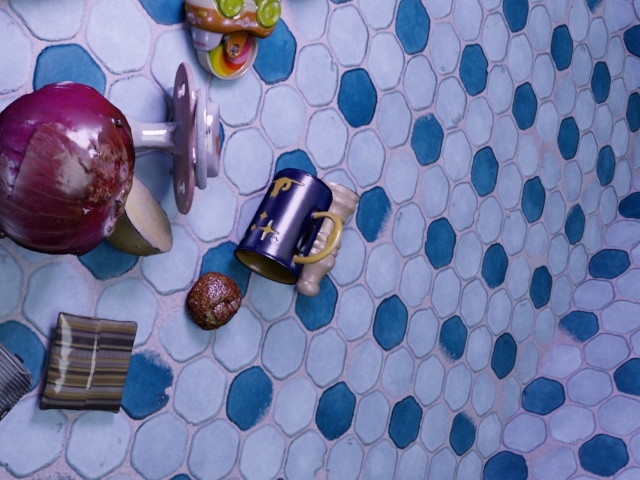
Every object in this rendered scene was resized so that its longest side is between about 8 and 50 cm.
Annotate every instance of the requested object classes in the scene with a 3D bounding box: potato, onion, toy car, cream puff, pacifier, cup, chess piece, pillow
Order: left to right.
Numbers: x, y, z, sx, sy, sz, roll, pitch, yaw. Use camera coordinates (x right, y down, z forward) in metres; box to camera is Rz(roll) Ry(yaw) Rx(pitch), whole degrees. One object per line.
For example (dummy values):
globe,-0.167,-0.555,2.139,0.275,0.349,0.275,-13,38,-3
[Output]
onion,-0.542,-0.156,1.629,0.385,0.348,0.348,22,77,-6
pillow,-0.501,0.270,1.872,0.208,0.052,0.212,15,86,-50
potato,-0.422,-0.041,1.869,0.202,0.117,0.182,51,21,-39
pacifier,-0.322,-0.223,1.883,0.220,0.272,0.332,-14,106,-72
cream puff,-0.253,0.150,2.093,0.149,0.084,0.149,-7,101,-43
toy car,-0.218,-0.486,2.016,0.235,0.145,0.235,-24,128,-35
cup,-0.049,-0.027,2.163,0.256,0.254,0.178,-64,162,-19
chess piece,0.000,0.000,2.325,0.139,0.124,0.307,39,68,-75

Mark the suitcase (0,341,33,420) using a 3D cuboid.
suitcase,-0.701,0.231,1.603,0.202,0.128,0.312,-51,129,-28
